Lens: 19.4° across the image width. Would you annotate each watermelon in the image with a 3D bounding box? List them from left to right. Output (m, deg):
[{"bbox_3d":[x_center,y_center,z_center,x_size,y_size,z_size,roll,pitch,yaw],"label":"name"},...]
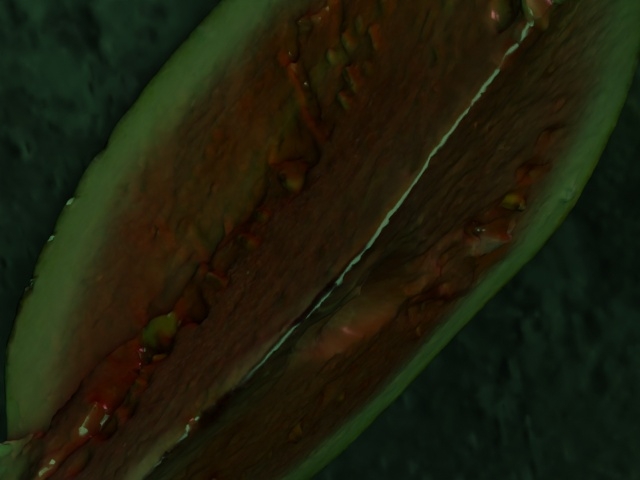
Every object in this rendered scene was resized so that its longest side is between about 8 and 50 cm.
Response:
[{"bbox_3d":[-0.015,-0.017,0.618,0.128,0.159,0.303,44,100,17],"label":"watermelon"}]
